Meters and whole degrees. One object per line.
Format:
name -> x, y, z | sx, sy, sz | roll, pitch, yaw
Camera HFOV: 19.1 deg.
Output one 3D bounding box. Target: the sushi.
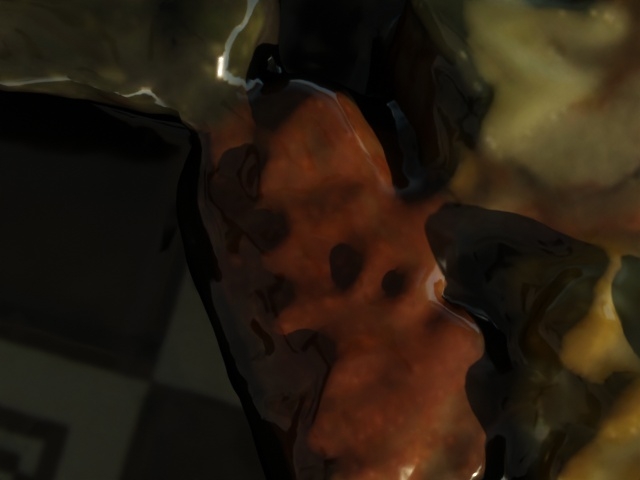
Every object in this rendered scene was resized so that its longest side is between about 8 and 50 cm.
sushi -> 0.000, 0.000, 0.423 | 0.359, 0.064, 0.343 | 17, -96, -2
